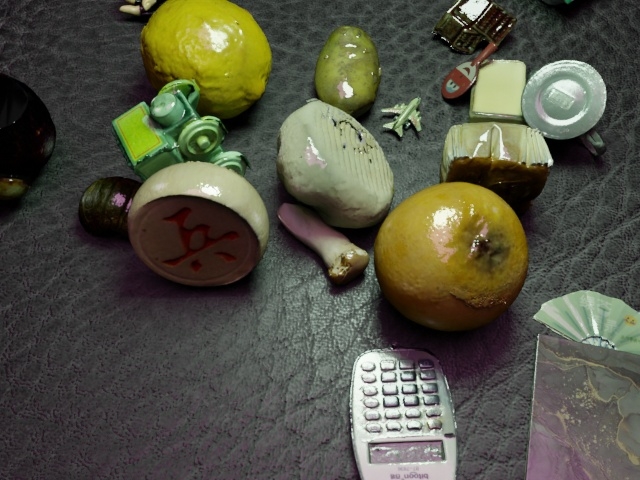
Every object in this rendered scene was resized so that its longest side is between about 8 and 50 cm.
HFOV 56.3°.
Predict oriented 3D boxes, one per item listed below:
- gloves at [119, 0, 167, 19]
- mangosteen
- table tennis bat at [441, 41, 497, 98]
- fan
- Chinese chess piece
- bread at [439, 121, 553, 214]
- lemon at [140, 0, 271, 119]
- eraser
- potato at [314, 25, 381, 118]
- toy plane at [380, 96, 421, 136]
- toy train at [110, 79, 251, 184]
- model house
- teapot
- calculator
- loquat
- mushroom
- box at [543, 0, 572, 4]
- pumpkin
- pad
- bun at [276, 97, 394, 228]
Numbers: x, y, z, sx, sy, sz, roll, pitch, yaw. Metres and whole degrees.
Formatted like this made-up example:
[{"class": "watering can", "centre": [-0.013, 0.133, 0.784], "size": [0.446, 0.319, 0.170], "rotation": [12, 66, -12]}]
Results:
[{"class": "gloves", "centre": [-0.410, -0.626, 1.488], "size": [0.203, 0.124, 0.164], "rotation": [-35, 42, 6]}, {"class": "mangosteen", "centre": [-0.674, -0.197, 1.187], "size": [0.288, 0.233, 0.287], "rotation": [14, 60, -25]}, {"class": "table tennis bat", "centre": [0.332, -0.379, 1.340], "size": [0.155, 0.019, 0.098], "rotation": [-45, 34, 20]}, {"class": "fan", "centre": [0.514, 0.155, 1.098], "size": [0.240, 0.009, 0.131], "rotation": [15, 60, 9]}, {"class": "Chinese chess piece", "centre": [-0.216, -0.025, 1.074], "size": [0.250, 0.249, 0.103], "rotation": [1, 44, 2]}, {"class": "bread", "centre": [0.327, -0.128, 1.146], "size": [0.192, 0.210, 0.109], "rotation": [4, 66, 3]}, {"class": "lemon", "centre": [-0.242, -0.392, 1.280], "size": [0.261, 0.260, 0.284], "rotation": [-29, 64, -14]}, {"class": "eraser", "centre": [0.393, -0.322, 1.333], "size": [0.117, 0.058, 0.172], "rotation": [7, 61, 9]}, {"class": "potato", "centre": [0.061, -0.371, 1.342], "size": [0.150, 0.113, 0.251], "rotation": [4, 70, -6]}, {"class": "toy plane", "centre": [0.188, -0.276, 1.323], "size": [0.102, 0.040, 0.111], "rotation": [35, 66, 16]}, {"class": "toy train", "centre": [-0.264, -0.172, 1.153], "size": [0.188, 0.271, 0.159], "rotation": [-34, 62, 0]}, {"class": "model house", "centre": [0.374, -0.518, 1.433], "size": [0.152, 0.106, 0.165], "rotation": [43, 105, 9]}, {"class": "teapot", "centre": [0.518, -0.274, 1.269], "size": [0.162, 0.149, 0.239], "rotation": [-41, 76, 14]}, {"class": "calculator", "centre": [0.137, 0.296, 1.008], "size": [0.177, 0.040, 0.268], "rotation": [-1, 60, 0]}, {"class": "loquat", "centre": [0.223, 0.030, 1.035], "size": [0.263, 0.263, 0.263], "rotation": [0, 61, 1]}, {"class": "mushroom", "centre": [0.000, 0.000, 1.161], "size": [0.209, 0.071, 0.084], "rotation": [42, 101, 24]}, {"class": "box", "centre": [0.570, -0.721, 1.527], "size": [0.264, 0.106, 0.336], "rotation": [-36, 66, -18]}, {"class": "pumpkin", "centre": [-0.400, -0.068, 1.185], "size": [0.184, 0.107, 0.119], "rotation": [8, 67, 7]}, {"class": "pad", "centre": [0.467, 0.349, 0.986], "size": [0.248, 0.007, 0.367], "rotation": [12, 64, 8]}, {"class": "bun", "centre": [0.022, -0.140, 1.168], "size": [0.273, 0.168, 0.272], "rotation": [29, 38, -25]}]
